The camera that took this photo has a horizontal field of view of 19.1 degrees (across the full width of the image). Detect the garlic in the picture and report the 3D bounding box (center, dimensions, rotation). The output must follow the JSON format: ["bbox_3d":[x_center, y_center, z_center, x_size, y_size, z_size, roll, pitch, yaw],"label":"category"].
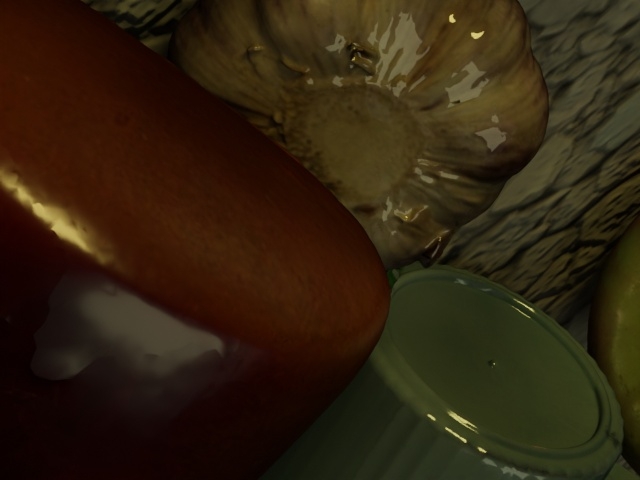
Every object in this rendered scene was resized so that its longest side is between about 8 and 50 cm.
[{"bbox_3d":[0.019,-0.100,1.212,0.245,0.160,0.245,-1,124,-1],"label":"garlic"}]

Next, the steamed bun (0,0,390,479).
[{"bbox_3d":[-0.154,0.017,1.050,0.379,0.248,0.235,35,115,-20],"label":"steamed bun"}]

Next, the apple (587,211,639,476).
[{"bbox_3d":[0.392,0.076,1.594,0.277,0.319,0.319,5,131,-48],"label":"apple"}]

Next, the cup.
[{"bbox_3d":[0.088,0.227,1.526,0.257,0.331,0.311,-7,137,-46],"label":"cup"}]

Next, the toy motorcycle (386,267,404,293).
[{"bbox_3d":[0.000,0.000,1.365,0.074,0.106,0.190,-42,146,13],"label":"toy motorcycle"}]
